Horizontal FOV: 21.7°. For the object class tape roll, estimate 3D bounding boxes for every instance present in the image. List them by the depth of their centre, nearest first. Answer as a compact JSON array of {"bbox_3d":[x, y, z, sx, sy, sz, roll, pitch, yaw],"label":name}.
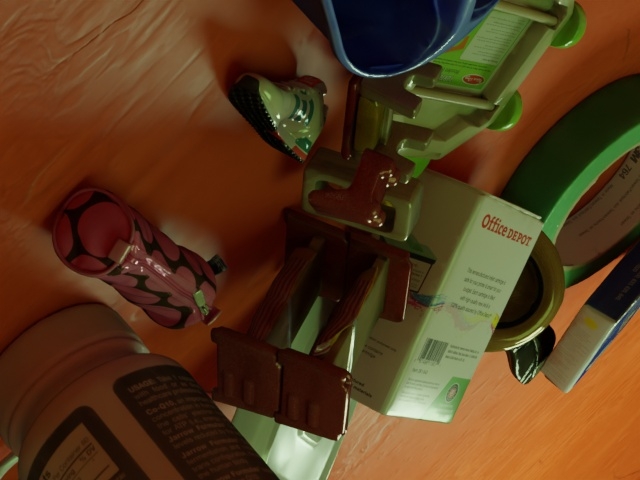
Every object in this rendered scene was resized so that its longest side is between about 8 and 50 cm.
[{"bbox_3d":[0.370,-0.072,2.222,0.321,0.077,0.321,-33,152,-20],"label":"tape roll"}]

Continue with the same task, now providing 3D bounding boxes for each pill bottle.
[{"bbox_3d":[-0.166,0.241,1.630,0.204,0.361,0.204,-32,151,-20],"label":"pill bottle"}]

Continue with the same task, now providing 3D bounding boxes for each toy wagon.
[{"bbox_3d":[0.137,-0.172,1.775,0.267,0.068,0.344,3,129,-55],"label":"toy wagon"}]

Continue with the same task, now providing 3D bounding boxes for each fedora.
[{"bbox_3d":[0.212,0.046,2.120,0.194,0.194,0.079,-45,-170,4],"label":"fedora"}]

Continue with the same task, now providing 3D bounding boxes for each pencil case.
[{"bbox_3d":[-0.171,0.022,1.601,0.095,0.098,0.209,-45,152,4],"label":"pencil case"}]

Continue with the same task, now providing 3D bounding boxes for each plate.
[{"bbox_3d":[-0.017,0.199,1.995,0.278,0.045,0.277,-68,155,-12],"label":"plate"}]

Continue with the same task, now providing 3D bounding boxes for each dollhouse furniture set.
[{"bbox_3d":[0.000,0.000,1.681,0.374,0.152,0.201,95,19,-45],"label":"dollhouse furniture set"}]

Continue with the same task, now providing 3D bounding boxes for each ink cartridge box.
[{"bbox_3d":[0.128,0.064,1.964,0.201,0.117,0.278,18,98,-61],"label":"ink cartridge box"},{"bbox_3d":[0.460,0.045,2.396,0.303,0.072,0.307,-43,165,-29],"label":"ink cartridge box"}]

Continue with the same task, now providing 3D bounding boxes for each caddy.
[{"bbox_3d":[0.074,-0.284,1.409,0.241,0.179,0.341,-38,153,-9],"label":"caddy"}]

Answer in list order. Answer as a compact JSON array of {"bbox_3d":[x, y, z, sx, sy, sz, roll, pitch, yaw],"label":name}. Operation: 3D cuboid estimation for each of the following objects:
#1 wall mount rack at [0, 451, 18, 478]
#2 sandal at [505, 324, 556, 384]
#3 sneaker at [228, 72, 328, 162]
[{"bbox_3d":[-0.259,0.341,1.901,0.304,0.130,0.350,-51,151,13],"label":"wall mount rack"},{"bbox_3d":[0.278,0.132,2.420,0.090,0.060,0.219,-48,139,-3],"label":"sandal"},{"bbox_3d":[-0.035,-0.139,1.617,0.075,0.057,0.161,-56,154,-8],"label":"sneaker"}]
